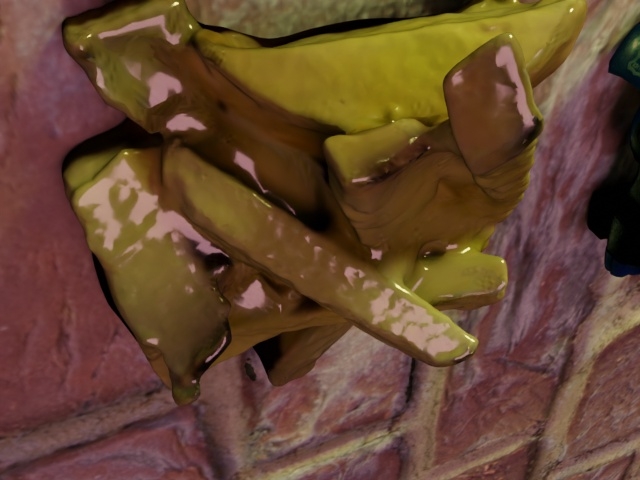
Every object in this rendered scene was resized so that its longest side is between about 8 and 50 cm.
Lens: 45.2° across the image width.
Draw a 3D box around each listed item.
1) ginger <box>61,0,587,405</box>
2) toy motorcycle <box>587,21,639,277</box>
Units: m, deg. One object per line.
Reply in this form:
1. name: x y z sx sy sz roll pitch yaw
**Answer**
1. ginger: 0.000 0.000 0.538 0.358 0.211 0.413 4 129 -30
2. toy motorcycle: 0.345 -0.098 0.711 0.196 0.125 0.331 -13 133 -16
